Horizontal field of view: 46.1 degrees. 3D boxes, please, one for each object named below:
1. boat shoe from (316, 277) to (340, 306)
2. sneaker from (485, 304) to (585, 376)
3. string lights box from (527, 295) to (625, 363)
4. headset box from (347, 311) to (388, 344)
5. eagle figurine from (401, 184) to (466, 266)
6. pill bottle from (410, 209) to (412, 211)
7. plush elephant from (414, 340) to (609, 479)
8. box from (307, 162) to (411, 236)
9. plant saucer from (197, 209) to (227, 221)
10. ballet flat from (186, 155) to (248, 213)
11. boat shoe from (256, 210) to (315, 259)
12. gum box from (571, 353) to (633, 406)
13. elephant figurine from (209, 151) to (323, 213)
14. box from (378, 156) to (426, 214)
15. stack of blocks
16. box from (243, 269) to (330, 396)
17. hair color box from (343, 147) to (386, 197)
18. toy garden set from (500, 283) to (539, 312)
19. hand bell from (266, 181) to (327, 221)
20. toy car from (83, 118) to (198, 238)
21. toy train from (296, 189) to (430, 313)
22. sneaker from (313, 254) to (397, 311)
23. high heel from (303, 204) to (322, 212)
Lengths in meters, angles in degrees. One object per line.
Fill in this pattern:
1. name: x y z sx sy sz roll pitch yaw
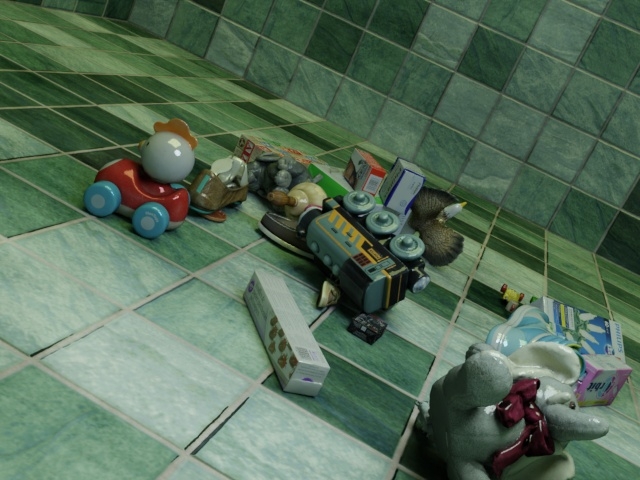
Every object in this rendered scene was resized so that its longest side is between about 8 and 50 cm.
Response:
1. boat shoe: 0.022 0.115 1.633 0.045 0.050 0.135 20 17 2
2. sneaker: 0.522 0.248 1.734 0.208 0.127 0.319 14 19 31
3. string lights box: 0.667 0.253 1.968 0.260 0.077 0.133 18 56 -18
4. headset box: 0.100 0.181 1.576 0.062 0.032 0.083 30 17 14
5. eagle figurine: 0.350 -0.063 2.307 0.226 0.225 0.298 31 15 5
6. pill bottle: 0.376 -0.096 2.645 0.108 0.108 0.193 30 18 17
7. plush elephant: 0.312 0.283 1.164 0.255 0.271 0.330 -4 -2 -9
8. box: 0.099 -0.111 2.287 0.231 0.126 0.262 6 26 -44
9. plant saucer: -0.269 -0.067 1.834 0.083 0.013 0.083 23 18 -8
10. ballet flat: -0.244 -0.151 1.891 0.116 0.124 0.342 26 13 7
11. boat shoe: 0.000 0.000 1.862 0.324 0.096 0.116 28 16 8
12. gum box: 0.636 0.326 1.752 0.188 0.107 0.062 9 23 -42
13. elephant figurine: -0.157 -0.185 2.135 0.239 0.169 0.186 18 -19 36
14. box: 0.238 -0.161 2.198 0.072 0.126 0.137 23 19 -14
15. stack of blocks: -0.118 -0.252 2.465 0.297 0.087 0.171 7 24 -45
16. box: -0.068 0.159 1.356 0.067 0.063 0.324 18 18 -27
17. hair color box: 0.127 -0.197 2.206 0.053 0.093 0.167 18 19 -22
18. toy garden set: 0.603 0.216 2.143 0.204 0.049 0.244 29 18 6
19. hand bell: -0.078 -0.102 1.909 0.126 0.126 0.242 31 7 19
20. toy car: -0.358 -0.161 1.609 0.210 0.238 0.219 24 17 -2
21. toy train: 0.090 0.017 1.671 0.190 0.142 0.334 -23 49 -26
22. sneaker: 0.076 0.092 1.723 0.229 0.086 0.132 29 20 9
23. high heel: 0.026 -0.048 1.999 0.244 0.082 0.117 30 19 -39
